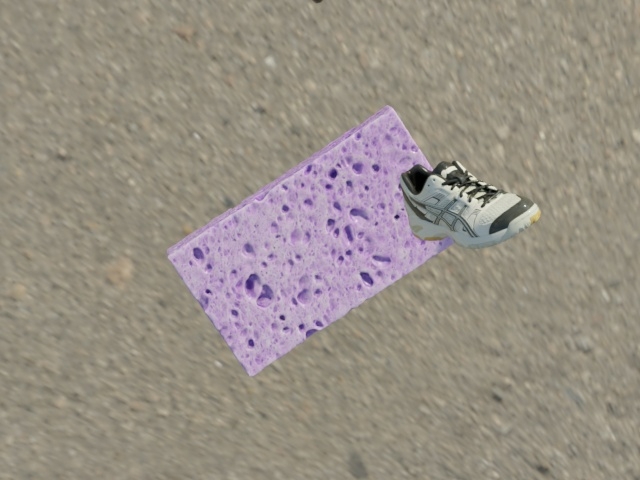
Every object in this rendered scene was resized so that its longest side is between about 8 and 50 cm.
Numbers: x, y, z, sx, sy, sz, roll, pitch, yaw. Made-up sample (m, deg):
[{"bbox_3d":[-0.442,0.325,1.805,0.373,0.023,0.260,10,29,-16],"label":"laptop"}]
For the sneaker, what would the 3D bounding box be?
[{"bbox_3d":[0.065,-0.019,0.770,0.032,0.037,0.083,-33,21,-33],"label":"sneaker"}]

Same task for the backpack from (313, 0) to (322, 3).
[{"bbox_3d":[0.014,-0.286,1.243,0.182,0.115,0.152,-42,39,7],"label":"backpack"}]

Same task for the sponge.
[{"bbox_3d":[0.000,0.000,1.278,0.210,0.031,0.117,-33,102,-2],"label":"sponge"}]
